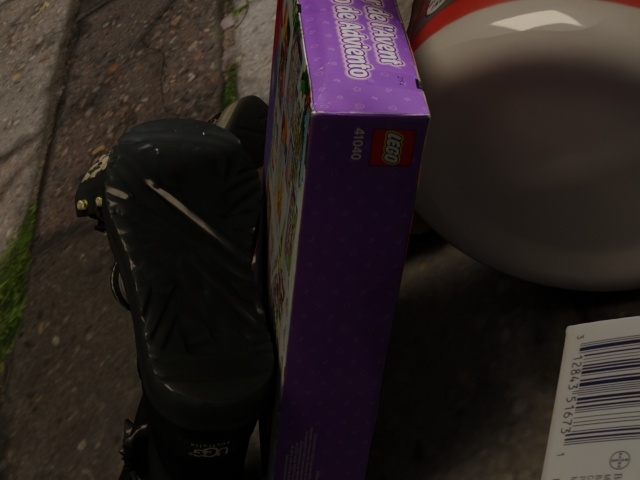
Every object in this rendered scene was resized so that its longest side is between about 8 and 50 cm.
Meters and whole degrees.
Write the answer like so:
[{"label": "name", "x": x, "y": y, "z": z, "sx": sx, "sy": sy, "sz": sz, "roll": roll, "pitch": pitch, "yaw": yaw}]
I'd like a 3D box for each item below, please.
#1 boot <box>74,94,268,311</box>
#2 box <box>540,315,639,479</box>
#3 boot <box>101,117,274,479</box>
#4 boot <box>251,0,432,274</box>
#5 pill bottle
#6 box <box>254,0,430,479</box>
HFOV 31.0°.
[{"label": "boot", "x": -0.144, "y": -0.018, "z": 0.976, "sx": 0.178, "sy": 0.085, "sz": 0.236, "roll": -12, "pitch": 36, "yaw": 38}, {"label": "box", "x": 0.152, "y": 0.120, "z": 0.480, "sx": 0.072, "sy": 0.137, "sz": 0.126, "roll": -11, "pitch": 43, "yaw": 35}, {"label": "boot", "x": -0.090, "y": 0.073, "z": 0.706, "sx": 0.094, "sy": 0.207, "sz": 0.246, "roll": 1, "pitch": 44, "yaw": -16}, {"label": "boot", "x": 0.029, "y": -0.092, "z": 0.882, "sx": 0.206, "sy": 0.090, "sz": 0.248, "roll": -22, "pitch": 42, "yaw": 22}, {"label": "pill bottle", "x": 0.181, "y": -0.166, "z": 0.716, "sx": 0.210, "sy": 0.210, "sz": 0.363, "roll": -12, "pitch": 42, "yaw": 36}, {"label": "box", "x": 0.000, "y": 0.000, "z": 0.656, "sx": 0.057, "sy": 0.293, "sz": 0.201, "roll": 1, "pitch": 38, "yaw": -8}]
